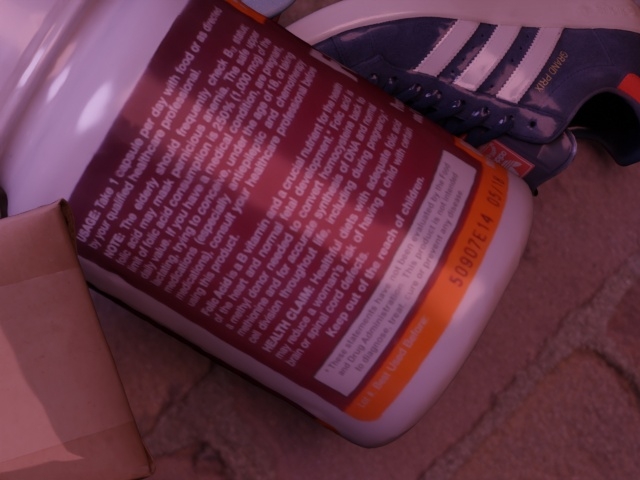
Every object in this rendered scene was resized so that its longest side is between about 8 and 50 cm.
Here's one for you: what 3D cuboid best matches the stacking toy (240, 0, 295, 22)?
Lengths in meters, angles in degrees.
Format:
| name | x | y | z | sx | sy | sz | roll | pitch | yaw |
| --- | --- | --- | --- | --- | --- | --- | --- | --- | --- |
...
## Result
| name | x | y | z | sx | sy | sz | roll | pitch | yaw |
| --- | --- | --- | --- | --- | --- | --- | --- | --- | --- |
| stacking toy | -0.151 | -0.288 | 1.175 | 0.279 | 0.130 | 0.309 | -10 | 80 | -20 |

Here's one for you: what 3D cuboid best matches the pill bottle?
| name | x | y | z | sx | sy | sz | roll | pitch | yaw |
| --- | --- | --- | --- | --- | --- | --- | --- | --- | --- |
| pill bottle | -0.072 | -0.045 | 1.069 | 0.392 | 0.224 | 0.224 | 32 | 70 | -7 |

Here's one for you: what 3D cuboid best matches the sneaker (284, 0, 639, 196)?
| name | x | y | z | sx | sy | sz | roll | pitch | yaw |
| --- | --- | --- | --- | --- | --- | --- | --- | --- | --- |
| sneaker | 0.117 | -0.107 | 1.214 | 0.350 | 0.131 | 0.148 | -6 | 74 | -19 |

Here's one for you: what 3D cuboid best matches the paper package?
| name | x | y | z | sx | sy | sz | roll | pitch | yaw |
| --- | --- | --- | --- | --- | --- | --- | --- | --- | --- |
| paper package | -0.298 | 0.118 | 0.933 | 0.325 | 0.309 | 0.168 | -19 | 87 | -20 |
